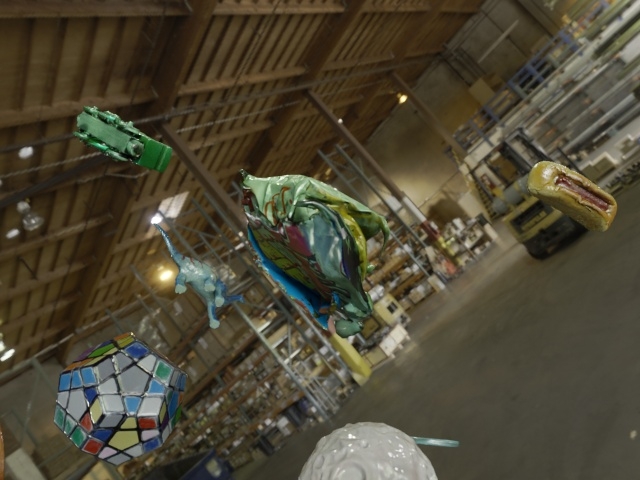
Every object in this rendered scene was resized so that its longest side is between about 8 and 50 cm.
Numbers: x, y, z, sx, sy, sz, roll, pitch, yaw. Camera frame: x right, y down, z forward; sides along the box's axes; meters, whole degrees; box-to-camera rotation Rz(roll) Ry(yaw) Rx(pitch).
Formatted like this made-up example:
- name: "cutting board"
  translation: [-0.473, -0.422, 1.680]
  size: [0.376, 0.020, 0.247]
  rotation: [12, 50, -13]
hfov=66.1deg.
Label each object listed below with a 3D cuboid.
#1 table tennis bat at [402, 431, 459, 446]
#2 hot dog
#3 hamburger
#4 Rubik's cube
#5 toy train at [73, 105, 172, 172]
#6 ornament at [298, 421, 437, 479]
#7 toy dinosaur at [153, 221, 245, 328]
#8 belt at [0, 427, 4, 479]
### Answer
- name: "table tennis bat"
  translation: [0.237, 0.520, 1.288]
  size: [0.244, 0.040, 0.153]
  rotation: [-3, -22, 20]
- name: "hot dog"
  translation: [0.580, -0.100, 1.112]
  size: [0.084, 0.242, 0.073]
  rotation: [-65, 15, -11]
- name: "hamburger"
  translation: [0.008, 0.003, 0.729]
  size: [0.150, 0.261, 0.276]
  rotation: [-35, 36, -22]
- name: "Rubik's cube"
  translation: [-0.173, 0.137, 0.433]
  size: [0.111, 0.111, 0.093]
  rotation: [-33, -11, -44]
- name: "toy train"
  translation: [-0.352, -0.180, 0.863]
  size: [0.104, 0.178, 0.071]
  rotation: [15, -79, -59]
- name: "ornament"
  translation: [0.116, 0.587, 1.137]
  size: [0.337, 0.337, 0.337]
  rotation: [-39, -7, -6]
- name: "toy dinosaur"
  translation: [-0.257, 0.100, 1.104]
  size: [0.076, 0.144, 0.329]
  rotation: [-33, -49, 11]
- name: "belt"
  translation: [-0.561, 0.312, 0.735]
  size: [0.105, 0.261, 0.184]
  rotation: [6, -72, -49]
